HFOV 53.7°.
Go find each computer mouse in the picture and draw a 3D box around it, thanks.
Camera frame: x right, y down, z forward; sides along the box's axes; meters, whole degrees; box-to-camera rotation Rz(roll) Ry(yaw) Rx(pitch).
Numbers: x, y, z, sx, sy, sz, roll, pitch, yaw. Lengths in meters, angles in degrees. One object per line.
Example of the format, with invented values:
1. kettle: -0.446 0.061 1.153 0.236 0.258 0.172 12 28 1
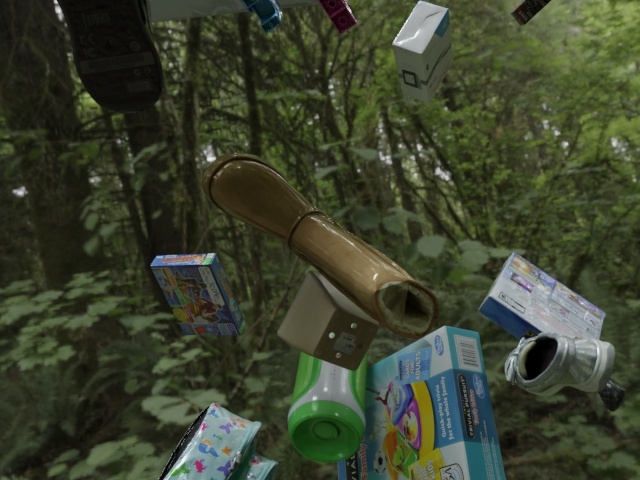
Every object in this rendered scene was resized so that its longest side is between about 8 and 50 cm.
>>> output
1. computer mouse: -0.204 -0.275 0.696 0.184 0.060 0.262 -14 -50 0

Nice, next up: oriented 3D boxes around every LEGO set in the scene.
1. LEGO set: -0.064 -0.288 0.592 0.087 0.227 0.093 -29 29 19

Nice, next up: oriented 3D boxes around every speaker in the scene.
1. speaker: 0.020 0.224 1.076 0.131 0.131 0.296 -14 29 15

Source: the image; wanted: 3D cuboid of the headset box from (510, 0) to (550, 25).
1. headset box: 0.362 -0.403 1.079 0.083 0.032 0.062 -41 5 21

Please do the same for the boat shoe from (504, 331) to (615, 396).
1. boat shoe: 0.412 0.220 1.163 0.103 0.118 0.320 20 -11 -2

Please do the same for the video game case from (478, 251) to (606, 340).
1. video game case: 0.533 0.171 1.506 0.244 0.270 0.061 -40 -18 -52

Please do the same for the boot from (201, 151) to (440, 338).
1. boot: 0.000 0.000 0.792 0.236 0.089 0.269 26 9 -43

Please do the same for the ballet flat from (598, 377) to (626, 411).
1. ballet flat: 0.518 0.263 1.216 0.058 0.049 0.173 22 13 -17

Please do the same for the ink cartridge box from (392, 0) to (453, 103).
1. ink cartridge box: 0.191 -0.329 1.150 0.060 0.104 0.180 25 -14 23

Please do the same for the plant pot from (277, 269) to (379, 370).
1. plant pot: 0.020 0.121 0.882 0.109 0.109 0.096 24 6 -23

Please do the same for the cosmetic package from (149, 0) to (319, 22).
1. cosmetic package: -0.185 -0.406 0.953 0.285 0.097 0.377 -13 28 -10

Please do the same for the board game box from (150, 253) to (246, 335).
1. board game box: -0.247 0.115 1.296 0.136 0.201 0.035 -2 38 17

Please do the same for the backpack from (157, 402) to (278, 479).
1. backpack: -0.180 0.416 1.070 0.191 0.253 0.225 18 -52 2

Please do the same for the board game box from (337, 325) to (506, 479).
1. board game box: 0.146 0.325 1.066 0.079 0.253 0.336 15 -36 -28
